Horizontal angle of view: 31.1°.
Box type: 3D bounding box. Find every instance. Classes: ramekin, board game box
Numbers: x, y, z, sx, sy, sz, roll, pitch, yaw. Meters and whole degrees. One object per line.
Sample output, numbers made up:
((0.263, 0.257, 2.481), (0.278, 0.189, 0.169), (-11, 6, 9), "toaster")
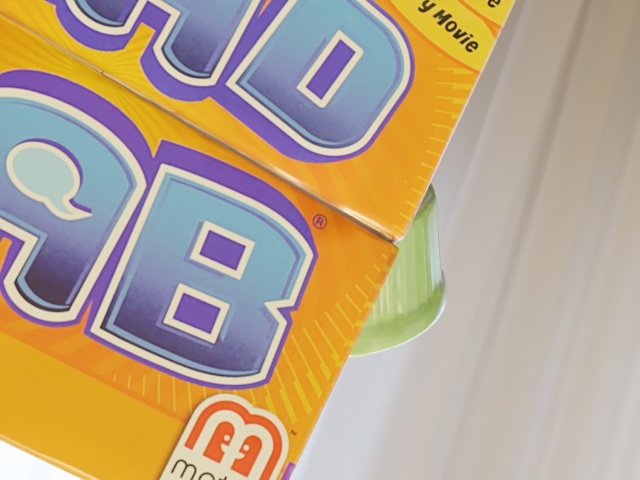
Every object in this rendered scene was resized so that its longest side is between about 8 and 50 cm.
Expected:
((0.000, 0.000, 1.359), (0.303, 0.303, 0.148), (12, 119, 25), "ramekin")
((-0.161, -0.065, 0.720), (0.356, 0.356, 0.356), (30, 167, -14), "board game box")
